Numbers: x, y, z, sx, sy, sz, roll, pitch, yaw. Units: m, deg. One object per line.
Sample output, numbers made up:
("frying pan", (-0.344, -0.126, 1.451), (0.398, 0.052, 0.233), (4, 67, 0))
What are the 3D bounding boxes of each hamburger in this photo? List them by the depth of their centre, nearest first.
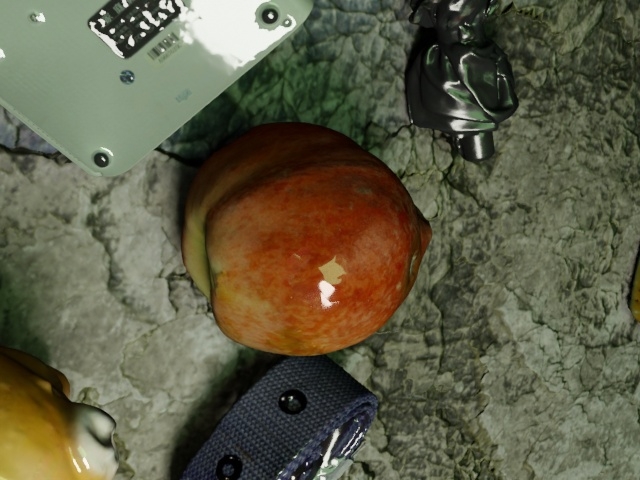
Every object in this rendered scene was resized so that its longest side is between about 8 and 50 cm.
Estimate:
("hamburger", (-0.295, 0.188, 0.759), (0.276, 0.276, 0.237), (48, 64, -33))

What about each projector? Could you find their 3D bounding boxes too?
("projector", (-0.163, -0.194, 0.762), (0.250, 0.108, 0.198), (-35, 125, 18))

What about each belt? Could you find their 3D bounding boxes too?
("belt", (-0.053, 0.222, 0.999), (0.230, 0.126, 0.139), (-48, 151, -12))

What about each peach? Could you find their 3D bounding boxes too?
("peach", (0.000, 0.000, 0.909), (0.256, 0.232, 0.232), (-13, 110, -19))

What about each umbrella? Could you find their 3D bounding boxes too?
("umbrella", (0.153, -0.215, 1.025), (0.122, 0.110, 0.272), (-25, 120, -25))

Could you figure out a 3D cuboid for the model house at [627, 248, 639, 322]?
("model house", (0.583, 0.093, 1.302), (0.268, 0.239, 0.173), (35, 83, -33))
